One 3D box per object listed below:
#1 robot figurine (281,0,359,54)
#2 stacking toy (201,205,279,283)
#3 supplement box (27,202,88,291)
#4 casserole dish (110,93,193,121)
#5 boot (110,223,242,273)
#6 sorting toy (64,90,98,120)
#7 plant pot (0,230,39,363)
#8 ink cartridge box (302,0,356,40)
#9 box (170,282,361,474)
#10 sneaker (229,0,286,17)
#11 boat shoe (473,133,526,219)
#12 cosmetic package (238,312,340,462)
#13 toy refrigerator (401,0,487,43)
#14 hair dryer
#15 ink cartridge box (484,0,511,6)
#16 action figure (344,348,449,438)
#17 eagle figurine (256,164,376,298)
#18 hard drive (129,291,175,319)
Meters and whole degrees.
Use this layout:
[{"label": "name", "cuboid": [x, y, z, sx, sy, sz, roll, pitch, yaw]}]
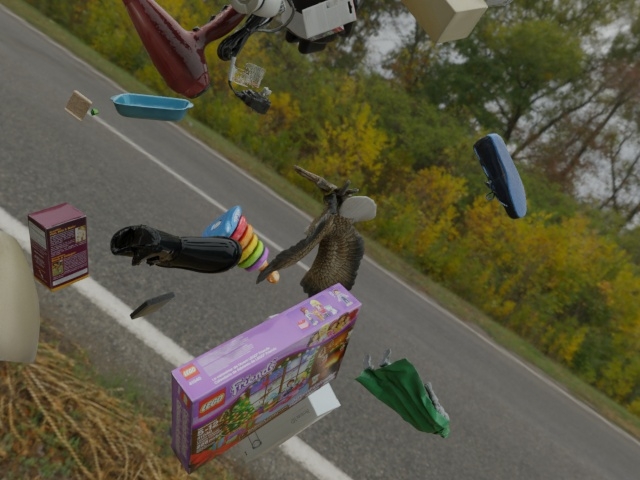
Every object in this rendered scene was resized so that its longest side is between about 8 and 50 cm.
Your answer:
[{"label": "robot figurine", "cuboid": [-0.003, -0.642, 1.437, 0.209, 0.278, 0.173, 17, 44, -7]}, {"label": "stacking toy", "cuboid": [-0.242, 0.045, 1.817, 0.302, 0.166, 0.175, 45, 28, -24]}, {"label": "supplement box", "cuboid": [-0.635, 0.016, 1.312, 0.081, 0.188, 0.104, 29, 35, 25]}, {"label": "casserole dish", "cuboid": [-0.399, -0.315, 1.281, 0.189, 0.036, 0.114, 5, 26, -8]}, {"label": "boot", "cuboid": [-0.331, 0.022, 1.253, 0.247, 0.094, 0.207, 0, -9, 13]}, {"label": "sorting toy", "cuboid": [-0.636, -0.352, 1.444, 0.083, 0.062, 0.012, 37, 13, -2]}, {"label": "plant pot", "cuboid": [-0.565, 0.070, 0.826, 0.284, 0.190, 0.284, 9, -16, 3]}, {"label": "ink cartridge box", "cuboid": [0.022, -0.471, 1.139, 0.115, 0.062, 0.029, -11, 1, 23]}, {"label": "box", "cuboid": [-0.079, 0.201, 0.802, 0.293, 0.200, 0.057, -25, 53, -35]}, {"label": "sneaker", "cuboid": [-0.098, -0.469, 0.829, 0.090, 0.234, 0.095, 15, 23, 36]}, {"label": "boat shoe", "cuboid": [0.526, -0.182, 1.581, 0.109, 0.089, 0.258, -10, 82, -45]}, {"label": "cosmetic package", "cuboid": [-0.143, 0.411, 1.495, 0.098, 0.377, 0.284, -10, 62, -46]}, {"label": "toy refrigerator", "cuboid": [0.222, -0.551, 1.153, 0.102, 0.094, 0.269, -23, 72, -30]}, {"label": "hair dryer", "cuboid": [-0.198, -0.354, 0.931, 0.294, 0.223, 0.080, 6, 12, -37]}, {"label": "ink cartridge box", "cuboid": [0.384, -0.657, 1.211, 0.087, 0.153, 0.208, -17, 70, -26]}, {"label": "action figure", "cuboid": [0.169, 0.294, 0.998, 0.232, 0.137, 0.063, 48, 43, -21]}, {"label": "eagle figurine", "cuboid": [-0.002, 0.001, 1.325, 0.227, 0.298, 0.225, 17, -10, 7]}, {"label": "hard drive", "cuboid": [-0.516, 0.200, 1.653, 0.094, 0.135, 0.022, -18, 78, -45]}]
